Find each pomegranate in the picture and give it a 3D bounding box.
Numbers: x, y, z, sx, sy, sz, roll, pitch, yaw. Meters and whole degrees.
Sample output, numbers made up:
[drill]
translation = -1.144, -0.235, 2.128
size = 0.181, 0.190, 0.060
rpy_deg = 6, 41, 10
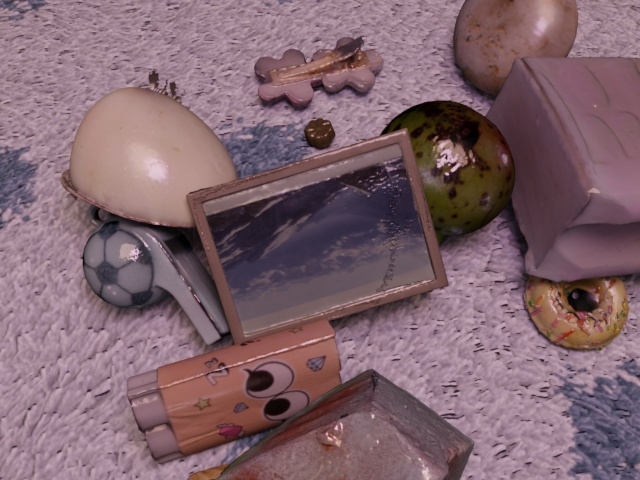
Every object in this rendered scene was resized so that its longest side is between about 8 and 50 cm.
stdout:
[pomegranate]
translation = 0.175, -0.079, 1.083
size = 0.242, 0.242, 0.306
rpy_deg = 36, 111, 13

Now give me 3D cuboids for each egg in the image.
[egg]
translation = -0.246, -0.138, 1.034
size = 0.286, 0.174, 0.264
rpy_deg = 18, 22, -3

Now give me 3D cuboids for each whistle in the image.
[whistle]
translation = -0.272, 0.059, 1.023
size = 0.163, 0.163, 0.290
rpy_deg = -35, 91, -17

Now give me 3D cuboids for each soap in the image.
[soap]
translation = 0.528, -0.133, 1.076
size = 0.434, 0.213, 0.350
rpy_deg = -3, 52, -9

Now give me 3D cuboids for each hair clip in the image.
[hair clip]
translation = -0.001, -0.327, 1.253
size = 0.256, 0.075, 0.146
rpy_deg = -19, 65, -4

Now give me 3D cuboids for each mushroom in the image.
[mushroom]
translation = 0.386, -0.385, 1.242
size = 0.243, 0.243, 0.244
rpy_deg = 1, 65, -2

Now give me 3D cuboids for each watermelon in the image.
[watermelon]
translation = 0.057, 0.294, 0.810
size = 0.387, 0.258, 0.229
rpy_deg = -20, 78, -29

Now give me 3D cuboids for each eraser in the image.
[eraser]
translation = -0.115, 0.216, 0.947
size = 0.290, 0.171, 0.087
rpy_deg = -15, 40, -10

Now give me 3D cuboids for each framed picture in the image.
[framed picture]
translation = 0.000, 0.000, 0.963
size = 0.334, 0.022, 0.247
rpy_deg = -16, 101, 0

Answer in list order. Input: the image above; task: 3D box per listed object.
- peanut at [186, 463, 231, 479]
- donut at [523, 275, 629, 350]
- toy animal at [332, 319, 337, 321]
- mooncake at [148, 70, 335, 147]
[peanut]
translation = -0.099, 0.367, 0.917
size = 0.192, 0.089, 0.089
rpy_deg = 20, 66, 1
[donut]
translation = 0.425, 0.095, 1.077
size = 0.174, 0.068, 0.175
rpy_deg = 2, 65, -4
[toy animal]
translation = -0.012, 0.120, 1.045
size = 0.252, 0.070, 0.079
rpy_deg = -17, 83, -14
[mooncake]
translation = -0.146, -0.240, 1.216
size = 0.346, 0.057, 0.150
rpy_deg = 2, 52, -9
